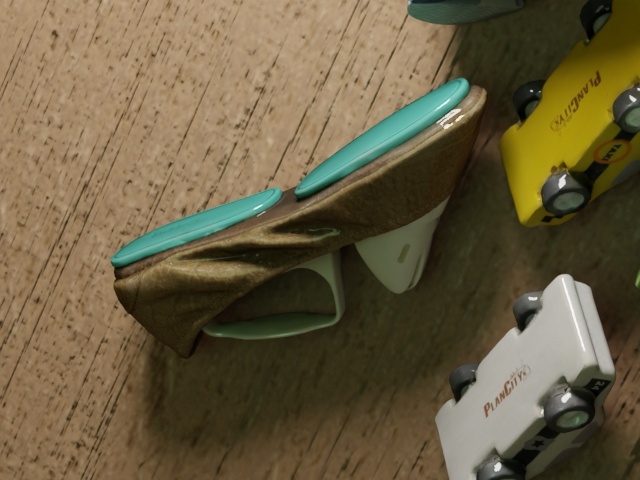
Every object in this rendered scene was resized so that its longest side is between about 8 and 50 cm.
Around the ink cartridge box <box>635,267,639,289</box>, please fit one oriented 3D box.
[{"bbox_3d":[0.357,-0.017,1.274,0.255,0.097,0.188,22,59,5],"label":"ink cartridge box"}]

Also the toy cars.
[{"bbox_3d":[0.185,0.012,1.396,0.176,0.087,0.393,28,107,62],"label":"toy cars"}]

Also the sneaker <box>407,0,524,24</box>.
[{"bbox_3d":[0.143,-0.288,1.350,0.315,0.127,0.182,-31,68,53],"label":"sneaker"}]

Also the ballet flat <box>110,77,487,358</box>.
[{"bbox_3d":[0.000,0.000,1.480,0.342,0.116,0.124,-26,102,23],"label":"ballet flat"}]
